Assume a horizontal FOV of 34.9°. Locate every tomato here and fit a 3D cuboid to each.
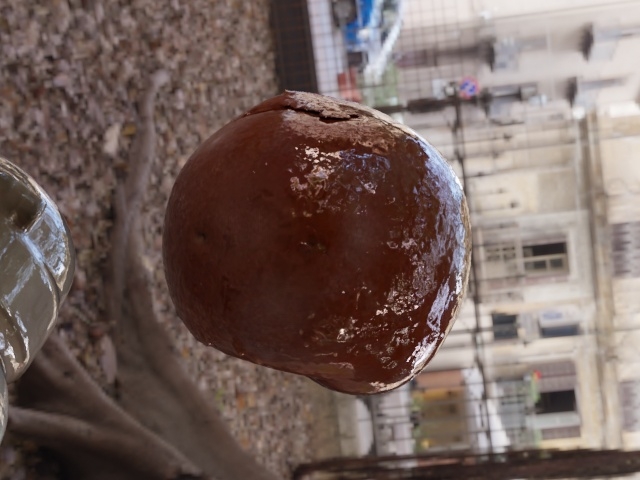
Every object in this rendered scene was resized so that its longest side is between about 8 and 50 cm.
[{"bbox_3d":[0.000,0.000,0.680,0.208,0.208,0.184,54,54,-79],"label":"tomato"}]

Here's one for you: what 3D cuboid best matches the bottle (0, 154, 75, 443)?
[{"bbox_3d":[-0.149,0.060,0.286,0.097,0.110,0.209,39,47,-14],"label":"bottle"}]
